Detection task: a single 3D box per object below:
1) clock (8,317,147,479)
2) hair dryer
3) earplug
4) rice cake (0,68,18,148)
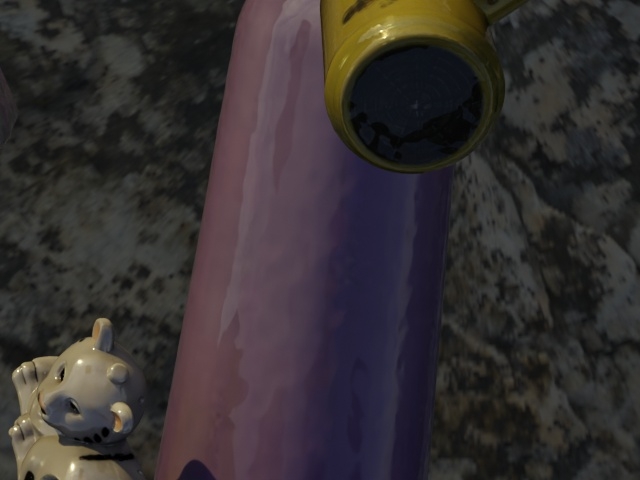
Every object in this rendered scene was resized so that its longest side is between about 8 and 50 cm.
[{"bbox_3d":[-0.159,0.152,1.091,0.080,0.117,0.176,-1,70,-34],"label":"clock"},{"bbox_3d":[0.119,-0.148,0.769,0.279,0.135,0.090,-34,114,17],"label":"hair dryer"},{"bbox_3d":[0.000,0.000,1.179,0.215,0.215,0.455,8,100,3],"label":"earplug"},{"bbox_3d":[-0.253,-0.187,0.862,0.056,0.072,0.364,-11,120,15],"label":"rice cake"}]
